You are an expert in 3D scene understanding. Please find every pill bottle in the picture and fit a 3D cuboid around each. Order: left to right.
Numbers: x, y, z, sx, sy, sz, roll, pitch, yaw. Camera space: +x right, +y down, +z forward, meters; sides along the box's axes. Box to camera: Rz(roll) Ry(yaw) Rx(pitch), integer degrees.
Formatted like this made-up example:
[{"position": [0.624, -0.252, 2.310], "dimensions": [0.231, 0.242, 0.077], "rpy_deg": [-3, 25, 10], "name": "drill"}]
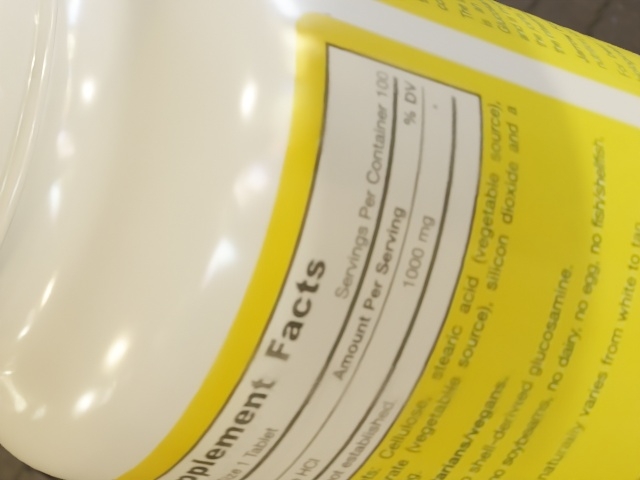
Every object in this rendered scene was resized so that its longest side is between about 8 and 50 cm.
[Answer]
[{"position": [0.000, 0.000, 0.587], "dimensions": [0.188, 0.334, 0.187], "rpy_deg": [-39, 43, 49], "name": "pill bottle"}]
